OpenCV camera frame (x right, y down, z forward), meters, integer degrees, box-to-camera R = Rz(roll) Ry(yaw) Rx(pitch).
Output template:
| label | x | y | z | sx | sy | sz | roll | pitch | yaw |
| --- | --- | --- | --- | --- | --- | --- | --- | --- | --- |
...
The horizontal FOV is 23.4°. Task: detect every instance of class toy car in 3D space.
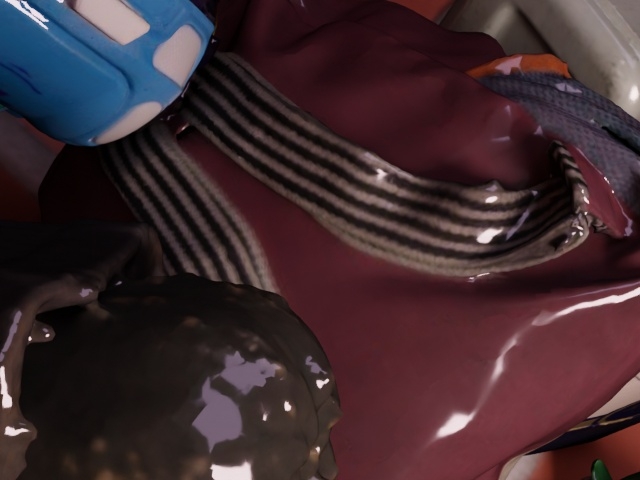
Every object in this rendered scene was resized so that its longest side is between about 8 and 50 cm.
| label | x | y | z | sx | sy | sz | roll | pitch | yaw |
| --- | --- | --- | --- | --- | --- | --- | --- | --- | --- |
| toy car | -0.187 | -0.130 | 0.727 | 0.198 | 0.166 | 0.314 | 35 | 0 | -44 |

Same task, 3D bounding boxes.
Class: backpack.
| label | x | y | z | sx | sy | sz | roll | pitch | yaw |
| --- | --- | --- | --- | --- | --- | --- | --- | --- | --- |
| backpack | 0.000 | 0.000 | 0.752 | 0.317 | 0.283 | 0.197 | 45 | 5 | 26 |

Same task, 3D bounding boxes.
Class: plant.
| label | x | y | z | sx | sy | sz | roll | pitch | yaw |
| --- | --- | --- | --- | --- | --- | --- | --- | --- | --- |
| plant | -0.119 | 0.067 | 0.588 | 0.256 | 0.142 | 0.164 | 10 | 13 | 14 |

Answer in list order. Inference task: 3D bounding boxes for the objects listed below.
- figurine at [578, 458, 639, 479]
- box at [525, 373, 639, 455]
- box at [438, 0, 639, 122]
| label | x | y | z | sx | sy | sz | roll | pitch | yaw |
| --- | --- | --- | --- | --- | --- | --- | --- | --- | --- |
| figurine | 0.187 | 0.181 | 0.863 | 0.178 | 0.114 | 0.144 | -9 | 58 | -34 |
| box | 0.186 | 0.052 | 0.853 | 0.168 | 0.259 | 0.071 | -4 | 68 | -41 |
| box | 0.138 | -0.064 | 0.898 | 0.182 | 0.312 | 0.175 | -19 | 66 | -39 |
